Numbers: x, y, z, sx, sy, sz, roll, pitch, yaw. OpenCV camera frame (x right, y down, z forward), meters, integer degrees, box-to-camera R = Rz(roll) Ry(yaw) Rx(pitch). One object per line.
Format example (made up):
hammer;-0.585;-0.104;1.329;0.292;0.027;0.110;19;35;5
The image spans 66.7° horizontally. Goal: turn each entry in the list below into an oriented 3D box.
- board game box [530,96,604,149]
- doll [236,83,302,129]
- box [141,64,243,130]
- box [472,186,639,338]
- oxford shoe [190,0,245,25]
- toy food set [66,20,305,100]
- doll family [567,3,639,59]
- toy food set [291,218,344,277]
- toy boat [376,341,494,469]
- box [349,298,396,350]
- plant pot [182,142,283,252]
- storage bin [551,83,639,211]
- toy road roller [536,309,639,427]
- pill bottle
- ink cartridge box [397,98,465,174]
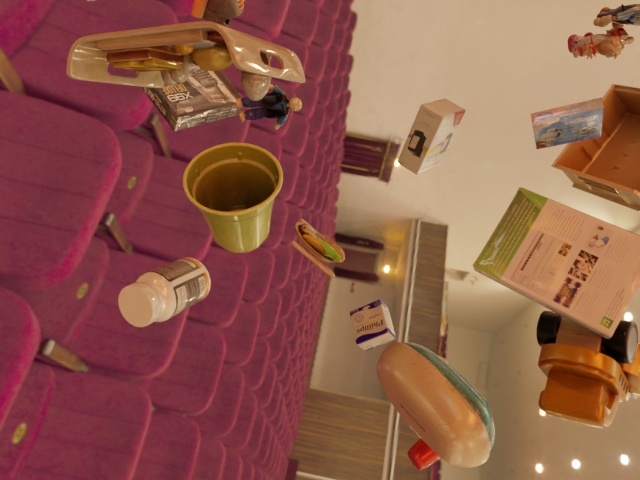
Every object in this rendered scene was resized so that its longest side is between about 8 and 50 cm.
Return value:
board game box;0.360;-0.168;0.710;0.090;0.090;0.020;31;55;-58
doll;-0.142;-0.380;1.393;0.046;0.189;0.129;-63;146;-58
box;-0.468;-0.542;1.781;0.307;0.242;0.076;-28;166;-42
box;0.552;0.042;1.112;0.232;0.322;0.058;-57;153;-5
oxford shoe;-0.263;-0.720;1.370;0.364;0.133;0.130;2;-107;66
toy food set;-0.205;-0.268;0.771;0.220;0.306;0.092;-30;121;-64
doll family;0.568;-0.387;0.832;0.163;0.263;0.118;-87;170;-66
toy food set;0.000;0.000;1.072;0.038;0.132;0.192;-48;-169;16
toy boat;0.229;0.325;0.939;0.267;0.148;0.318;43;-25;43
box;0.183;0.298;1.711;0.072;0.126;0.137;47;24;-45
plant pot;-0.248;-0.104;1.451;0.254;0.276;0.276;94;7;-53
storage bin;0.792;-0.231;1.225;0.262;0.123;0.260;-54;-146;6
toy road roller;0.636;0.331;1.160;0.329;0.202;0.240;43;63;-38
pill bottle;-0.489;0.162;1.543;0.278;0.162;0.162;-30;134;-63
ink cartridge box;0.294;-0.275;1.292;0.127;0.072;0.175;-27;146;-43
